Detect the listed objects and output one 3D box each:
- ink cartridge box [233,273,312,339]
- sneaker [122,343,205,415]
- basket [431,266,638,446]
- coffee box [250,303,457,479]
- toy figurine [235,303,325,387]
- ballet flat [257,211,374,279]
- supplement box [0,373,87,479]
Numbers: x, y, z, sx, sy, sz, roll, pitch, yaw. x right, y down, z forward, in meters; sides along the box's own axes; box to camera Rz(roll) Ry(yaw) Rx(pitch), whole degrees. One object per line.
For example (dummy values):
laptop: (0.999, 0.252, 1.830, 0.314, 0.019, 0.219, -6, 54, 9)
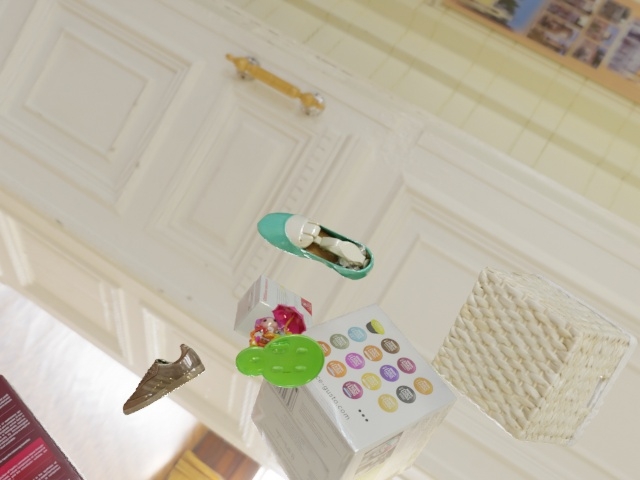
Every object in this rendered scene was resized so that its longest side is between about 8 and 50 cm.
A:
ink cartridge box: (-0.128, 0.206, 1.879, 0.127, 0.176, 0.128, -48, -159, 24)
sneaker: (-0.314, 0.270, 1.348, 0.188, 0.071, 0.066, -31, 175, 7)
basket: (0.510, 0.280, 1.682, 0.266, 0.331, 0.328, 12, 109, -43)
coffee box: (0.071, 0.425, 1.757, 0.334, 0.338, 0.338, -16, 142, -34)
toy figurine: (-0.087, 0.195, 1.391, 0.159, 0.173, 0.130, -105, -164, -59)
ballet flat: (0.000, 0.000, 1.347, 0.087, 0.247, 0.083, -38, -150, 60)
supplement box: (-0.411, 0.316, 0.934, 0.130, 0.239, 0.073, -38, 164, -22)
